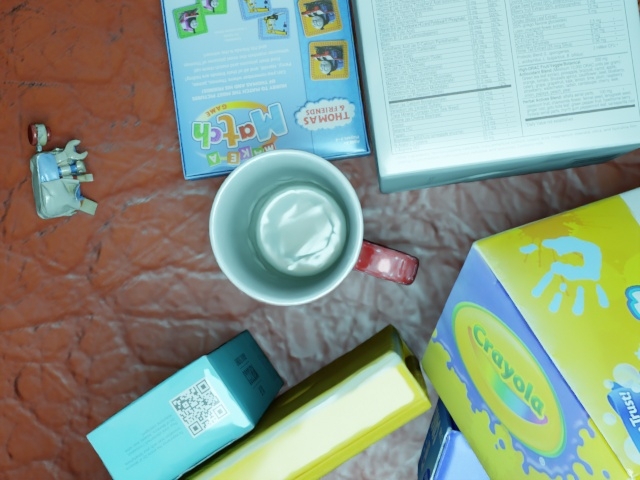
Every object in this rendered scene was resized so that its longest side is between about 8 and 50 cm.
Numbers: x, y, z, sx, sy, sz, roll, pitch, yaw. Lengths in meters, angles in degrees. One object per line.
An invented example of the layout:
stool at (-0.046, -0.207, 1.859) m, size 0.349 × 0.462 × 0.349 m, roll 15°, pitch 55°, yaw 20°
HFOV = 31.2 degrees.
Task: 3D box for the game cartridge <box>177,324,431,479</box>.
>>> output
game cartridge at (-0.066, 0.176, 0.853) m, size 0.324 × 0.285 × 0.052 m, roll -35°, pitch 87°, yaw 3°

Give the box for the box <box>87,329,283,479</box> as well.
box at (-0.094, 0.127, 0.874) m, size 0.100 × 0.244 × 0.060 m, roll -34°, pitch 88°, yaw 2°

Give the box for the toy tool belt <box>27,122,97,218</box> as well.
toy tool belt at (-0.221, -0.061, 0.988) m, size 0.051 × 0.052 × 0.083 m, roll -8°, pitch 92°, yaw -28°

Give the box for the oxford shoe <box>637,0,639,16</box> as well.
oxford shoe at (0.333, -0.170, 0.865) m, size 0.130 × 0.133 × 0.363 m, roll -49°, pitch 42°, yaw 19°

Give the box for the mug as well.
mug at (-0.009, 0.005, 0.909) m, size 0.113 × 0.169 × 0.150 m, roll -43°, pitch 88°, yaw 1°

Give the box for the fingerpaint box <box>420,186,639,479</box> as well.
fingerpaint box at (0.339, 0.162, 0.743) m, size 0.371 × 0.163 × 0.445 m, roll -18°, pitch 58°, yaw -23°

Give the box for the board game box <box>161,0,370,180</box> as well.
board game box at (-0.050, -0.166, 0.979) m, size 0.160 × 0.039 × 0.211 m, roll -8°, pitch 88°, yaw 3°

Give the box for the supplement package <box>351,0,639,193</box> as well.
supplement package at (0.125, -0.183, 0.889) m, size 0.198 × 0.199 × 0.262 m, roll -8°, pitch 89°, yaw 3°

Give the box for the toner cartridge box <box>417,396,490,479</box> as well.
toner cartridge box at (0.251, 0.218, 0.894) m, size 0.348 × 0.165 × 0.075 m, roll 18°, pitch 92°, yaw 4°
